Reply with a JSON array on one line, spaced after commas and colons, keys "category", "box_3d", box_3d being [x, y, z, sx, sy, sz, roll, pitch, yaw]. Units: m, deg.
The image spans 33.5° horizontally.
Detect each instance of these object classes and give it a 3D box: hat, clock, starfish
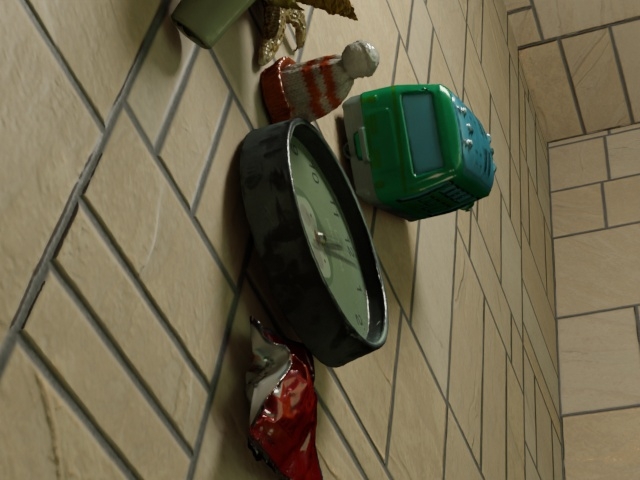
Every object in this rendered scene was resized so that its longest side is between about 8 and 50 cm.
[{"category": "hat", "box_3d": [0.006, -0.210, 1.396, 0.093, 0.162, 0.112, 48, 31, -50]}, {"category": "clock", "box_3d": [-0.001, -0.001, 1.335, 0.319, 0.066, 0.319, -20, 90, -75]}, {"category": "starfish", "box_3d": [-0.074, -0.341, 1.431, 0.277, 0.062, 0.235, 64, 29, -46]}]

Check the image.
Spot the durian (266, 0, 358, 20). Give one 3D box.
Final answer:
[{"category": "durian", "box_3d": [-0.072, -0.409, 1.314, 0.196, 0.185, 0.305, -15, 85, -30]}]

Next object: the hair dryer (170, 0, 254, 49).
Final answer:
[{"category": "hair dryer", "box_3d": [-0.121, -0.364, 1.180, 0.119, 0.298, 0.296, 155, -49, -82]}]

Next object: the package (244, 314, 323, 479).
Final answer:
[{"category": "package", "box_3d": [-0.031, 0.190, 1.205, 0.269, 0.071, 0.194, 53, 38, -56]}]

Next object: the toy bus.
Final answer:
[{"category": "toy bus", "box_3d": [0.176, -0.145, 1.779, 0.343, 0.199, 0.183, 14, 65, -70]}]
